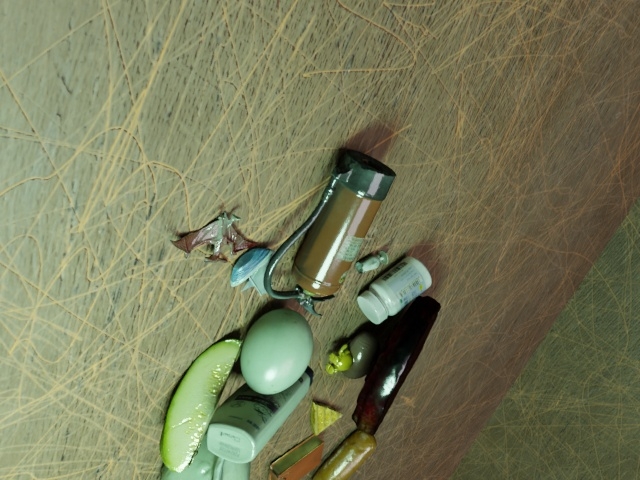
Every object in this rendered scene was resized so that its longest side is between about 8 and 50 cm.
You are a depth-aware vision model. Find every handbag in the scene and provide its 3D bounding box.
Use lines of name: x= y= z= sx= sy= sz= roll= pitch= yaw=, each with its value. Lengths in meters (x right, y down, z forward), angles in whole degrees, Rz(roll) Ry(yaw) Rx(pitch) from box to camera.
handbag: x=-0.078 y=0.698 z=1.768 sx=0.190 sy=0.062 sz=0.127 roll=-24 pitch=138 yaw=-36

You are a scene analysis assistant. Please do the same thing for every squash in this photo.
squash: x=-0.258 y=0.330 z=1.192 sx=0.169 sy=0.093 sz=0.252 roll=-68 pitch=-178 yaw=-67

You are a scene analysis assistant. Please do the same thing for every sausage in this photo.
sausage: x=0.082 y=0.766 z=1.971 sx=0.270 sy=0.109 sz=0.109 roll=-45 pitch=145 yaw=-5

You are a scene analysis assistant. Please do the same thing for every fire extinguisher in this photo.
fire extinguisher: x=-0.001 y=-0.005 z=1.176 sx=0.200 sy=0.113 sz=0.376 roll=15 pitch=112 yaw=-23

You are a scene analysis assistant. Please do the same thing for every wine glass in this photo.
wine glass: x=0.126 y=0.057 z=1.416 sx=0.083 sy=0.042 sz=0.039 roll=-24 pitch=100 yaw=-28

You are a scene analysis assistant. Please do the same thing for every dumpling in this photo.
dumpling: x=-0.279 y=0.587 z=1.340 sx=0.270 sy=0.211 sz=0.321 roll=-65 pitch=150 yaw=-49

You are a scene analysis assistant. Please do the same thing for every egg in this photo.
egg: x=-0.095 y=0.239 z=1.236 sx=0.192 sy=0.149 sz=0.149 roll=-59 pitch=150 yaw=-26

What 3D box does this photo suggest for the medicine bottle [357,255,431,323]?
medicine bottle: x=0.195 y=0.131 z=1.499 sx=0.186 sy=0.102 sz=0.103 roll=-35 pitch=142 yaw=-20

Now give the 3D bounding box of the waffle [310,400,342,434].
waffle: x=0.022 y=0.504 z=1.715 sx=0.125 sy=0.032 sz=0.191 roll=-26 pitch=140 yaw=-27

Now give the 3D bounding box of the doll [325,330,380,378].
doll: x=0.093 y=0.310 z=1.567 sx=0.188 sy=0.096 sz=0.145 roll=31 pitch=89 yaw=-50

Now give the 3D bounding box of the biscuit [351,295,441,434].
biscuit: x=0.204 y=0.333 z=1.561 sx=0.407 sy=0.091 sz=0.408 roll=-53 pitch=161 yaw=-28

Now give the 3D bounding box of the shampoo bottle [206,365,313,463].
shampoo bottle: x=-0.130 y=0.359 z=1.266 sx=0.359 sy=0.134 sz=0.078 roll=-30 pitch=128 yaw=-69

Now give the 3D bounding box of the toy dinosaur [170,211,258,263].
toy dinosaur: x=-0.182 y=0.000 z=1.033 sx=0.220 sy=0.032 sz=0.108 roll=2 pitch=118 yaw=-51

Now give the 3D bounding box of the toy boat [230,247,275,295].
toy boat: x=-0.120 y=0.064 z=1.156 sx=0.105 sy=0.034 sz=0.149 roll=-52 pitch=145 yaw=6
